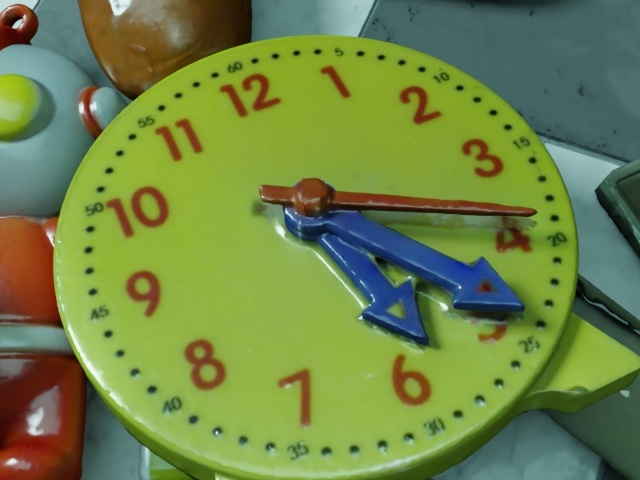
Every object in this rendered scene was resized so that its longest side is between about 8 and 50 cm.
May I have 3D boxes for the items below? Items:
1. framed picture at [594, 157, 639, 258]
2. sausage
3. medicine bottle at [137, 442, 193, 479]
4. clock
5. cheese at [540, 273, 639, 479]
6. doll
[{"bbox_3d":[0.322,0.027,0.541,0.189,0.023,0.260,-26,68,-7],"label":"framed picture"},{"bbox_3d":[-0.112,-0.207,0.618,0.133,0.133,0.258,-7,66,2],"label":"sausage"},{"bbox_3d":[-0.003,0.081,0.507,0.189,0.088,0.132,-5,62,2],"label":"medicine bottle"},{"bbox_3d":[-0.001,-0.003,0.462,0.277,0.071,0.293,-28,60,-15],"label":"clock"},{"bbox_3d":[0.262,0.157,0.474,0.400,0.034,0.085,38,105,19],"label":"cheese"},{"bbox_3d":[-0.201,-0.009,0.550,0.200,0.105,0.336,-9,67,17],"label":"doll"}]
